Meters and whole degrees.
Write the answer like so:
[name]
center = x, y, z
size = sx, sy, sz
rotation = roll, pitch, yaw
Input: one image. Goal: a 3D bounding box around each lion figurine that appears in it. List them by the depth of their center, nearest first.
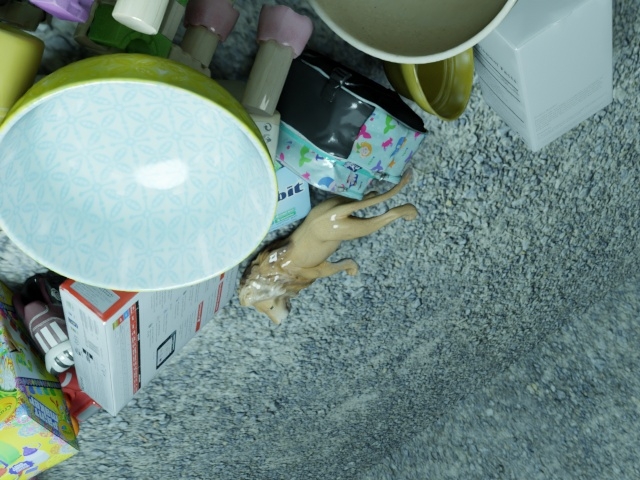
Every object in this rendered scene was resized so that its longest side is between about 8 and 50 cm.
[lion figurine]
center = 0.000, 0.000, 1.326
size = 0.240, 0.142, 0.392
rotation = -7, 145, -37

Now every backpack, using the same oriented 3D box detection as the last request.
[backpack]
center = 0.035, -0.175, 1.071
size = 0.253, 0.225, 0.191
rotation = -1, 123, -52

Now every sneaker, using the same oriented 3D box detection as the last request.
[sneaker]
center = -0.441, 0.129, 1.198
size = 0.106, 0.162, 0.281
rotation = -35, -178, -10

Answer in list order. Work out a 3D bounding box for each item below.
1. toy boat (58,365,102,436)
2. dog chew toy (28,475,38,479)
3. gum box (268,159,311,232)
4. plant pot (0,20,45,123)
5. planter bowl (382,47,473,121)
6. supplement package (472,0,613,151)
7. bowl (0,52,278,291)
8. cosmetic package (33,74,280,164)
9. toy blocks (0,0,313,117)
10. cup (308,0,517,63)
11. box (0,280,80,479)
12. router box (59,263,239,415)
[toy boat]
center = -0.509, 0.323, 1.335
size = 0.151, 0.151, 0.231
rotation = -39, 146, 9
[dog chew toy]
center = -0.742, 0.534, 1.386
size = 0.332, 0.207, 0.206
rotation = 18, 122, -39
[gum box]
center = -0.098, -0.087, 1.246
size = 0.157, 0.041, 0.184
rotation = -24, 145, -14
[plant pot]
center = -0.432, -0.130, 0.675
size = 0.254, 0.254, 0.239
rotation = 12, 102, -46
[planter bowl]
center = 0.160, -0.295, 1.111
size = 0.090, 0.217, 0.217
rotation = 0, 166, 37
[supplement package]
center = 0.379, -0.331, 1.202
size = 0.177, 0.175, 0.293
rotation = -33, 146, 3
[bowl]
center = -0.195, -0.093, 0.753
size = 0.289, 0.156, 0.289
rotation = -6, 137, -5
[cosmetic package]
center = -0.227, -0.144, 0.926
size = 0.309, 0.160, 0.113
rotation = -5, 120, -28
[toy blocks]
center = -0.183, -0.326, 0.769
size = 0.288, 0.309, 0.260
rotation = 23, 85, -63
[cup]
center = 0.148, -0.412, 0.837
size = 0.237, 0.331, 0.331
rotation = -40, 157, -40
[box]
center = -0.578, 0.255, 1.081
size = 0.290, 0.279, 0.177
rotation = -27, 146, -7
[router box]
center = -0.245, 0.082, 1.074
size = 0.301, 0.082, 0.335
rotation = -47, 166, -34
